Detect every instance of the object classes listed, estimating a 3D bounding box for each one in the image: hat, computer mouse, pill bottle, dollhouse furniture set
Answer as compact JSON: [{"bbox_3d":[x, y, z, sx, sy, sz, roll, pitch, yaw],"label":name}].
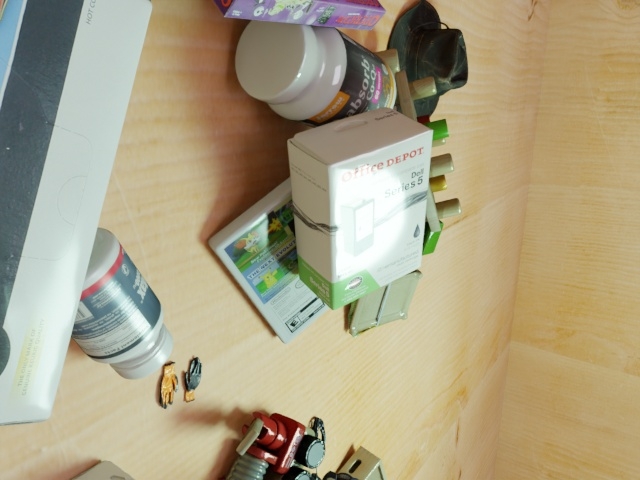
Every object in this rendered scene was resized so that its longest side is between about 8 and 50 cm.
[{"bbox_3d":[0.293,-0.429,1.315,0.331,0.133,0.332,-25,121,-53],"label":"hat"},{"bbox_3d":[-0.023,0.523,1.209,0.071,0.041,0.242,14,81,-63],"label":"computer mouse"},{"bbox_3d":[-0.254,0.083,0.641,0.108,0.107,0.180,-54,141,-34],"label":"pill bottle"},{"bbox_3d":[0.000,-0.268,0.879,0.278,0.162,0.162,-1,100,-57],"label":"pill bottle"},{"bbox_3d":[0.140,0.056,1.289,0.197,0.151,0.302,-9,126,-35],"label":"dollhouse furniture set"}]

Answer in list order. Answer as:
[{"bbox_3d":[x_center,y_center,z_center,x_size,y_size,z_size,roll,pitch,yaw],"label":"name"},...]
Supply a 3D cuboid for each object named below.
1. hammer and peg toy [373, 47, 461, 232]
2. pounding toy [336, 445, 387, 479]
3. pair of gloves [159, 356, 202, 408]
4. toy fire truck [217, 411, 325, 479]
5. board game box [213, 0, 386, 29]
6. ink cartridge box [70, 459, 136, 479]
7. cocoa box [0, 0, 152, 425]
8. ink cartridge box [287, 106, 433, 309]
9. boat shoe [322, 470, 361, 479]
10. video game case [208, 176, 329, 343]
[{"bbox_3d":[0.203,-0.223,1.126,0.266,0.127,0.362,52,29,-60],"label":"hammer and peg toy"},{"bbox_3d":[0.108,0.616,1.397,0.141,0.100,0.130,-40,131,-31],"label":"pounding toy"},{"bbox_3d":[-0.217,0.223,0.831,0.083,0.010,0.074,2,97,-58],"label":"pair of gloves"},{"bbox_3d":[-0.115,0.406,0.938,0.246,0.158,0.217,46,61,-39],"label":"toy fire truck"},{"bbox_3d":[-0.059,-0.394,0.743,0.346,0.208,0.056,-24,163,-52],"label":"board game box"},{"bbox_3d":[-0.275,0.387,0.698,0.063,0.109,0.151,-18,114,-51],"label":"ink cartridge box"},{"bbox_3d":[-0.317,-0.062,0.383,0.228,0.231,0.348,17,85,-57],"label":"cocoa box"},{"bbox_3d":[0.065,-0.052,0.866,0.198,0.114,0.273,-23,131,-25],"label":"ink cartridge box"},{"bbox_3d":[0.018,0.500,0.968,0.341,0.127,0.158,95,13,-63],"label":"boat shoe"},{"bbox_3d":[0.000,0.000,0.960,0.329,0.036,0.300,-39,136,-12],"label":"video game case"}]
